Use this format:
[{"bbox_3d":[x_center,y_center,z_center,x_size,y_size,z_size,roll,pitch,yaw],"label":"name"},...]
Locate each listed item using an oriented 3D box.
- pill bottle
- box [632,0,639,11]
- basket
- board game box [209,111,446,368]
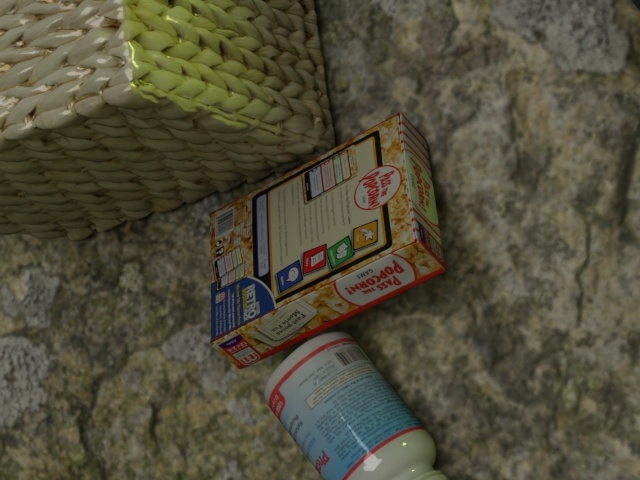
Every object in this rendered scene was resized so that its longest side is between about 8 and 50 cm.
[{"bbox_3d":[0.033,0.155,1.242,0.087,0.087,0.160,-46,64,14],"label":"pill bottle"},{"bbox_3d":[0.309,-0.194,1.086,0.183,0.232,0.059,-36,22,20],"label":"box"},{"bbox_3d":[-0.202,-0.172,1.284,0.328,0.331,0.266,-17,76,25],"label":"basket"},{"bbox_3d":[0.000,0.000,1.272,0.193,0.045,0.146,-27,42,23],"label":"board game box"}]
